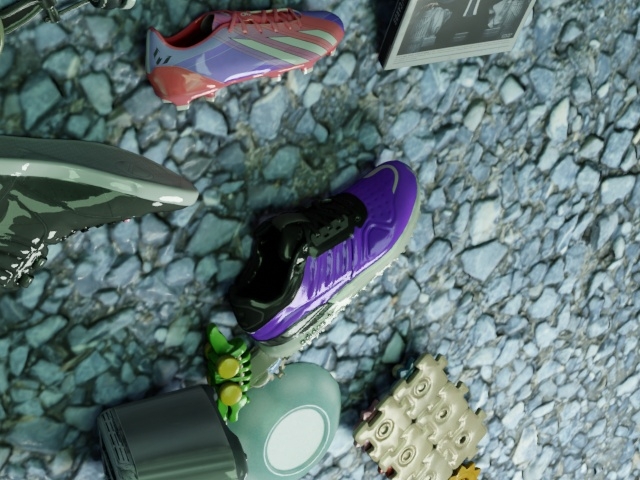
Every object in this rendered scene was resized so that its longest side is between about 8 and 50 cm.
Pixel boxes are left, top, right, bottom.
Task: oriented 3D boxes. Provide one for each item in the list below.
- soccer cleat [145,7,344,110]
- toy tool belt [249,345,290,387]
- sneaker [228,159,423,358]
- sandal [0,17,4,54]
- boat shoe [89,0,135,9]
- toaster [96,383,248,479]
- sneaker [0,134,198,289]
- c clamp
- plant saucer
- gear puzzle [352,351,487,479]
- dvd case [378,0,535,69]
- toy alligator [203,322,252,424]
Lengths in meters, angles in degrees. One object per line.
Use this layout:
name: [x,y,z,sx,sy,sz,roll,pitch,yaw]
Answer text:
soccer cleat: [-0.080,-0.221,1.581,0.248,0.083,0.095,-23,121,-25]
toy tool belt: [-0.065,0.155,1.819,0.083,0.052,0.051,-43,164,-8]
sneaker: [0.000,0.001,1.744,0.293,0.102,0.146,-49,133,-6]
sandal: [-0.421,-0.124,1.349,0.303,0.086,0.120,-38,131,-17]
boat shoe: [-0.250,-0.355,1.355,0.091,0.114,0.302,-26,115,-27]
toaster: [-0.176,0.259,1.684,0.146,0.227,0.129,-10,119,-15]
sneaker: [-0.277,-0.024,1.515,0.295,0.104,0.147,4,112,-34]
c clamp: [-0.305,-0.271,1.413,0.137,0.022,0.161,-36,132,-12]
plant saucer: [-0.041,0.256,1.894,0.195,0.037,0.195,-19,124,-30]
gear puzzle: [0.158,0.289,2.074,0.175,0.044,0.339,-48,136,-10]
dvd case: [0.177,-0.293,1.675,0.179,0.029,0.239,-11,153,-19]
toy alligator: [-0.108,0.183,1.775,0.051,0.056,0.190,-13,116,-19]
